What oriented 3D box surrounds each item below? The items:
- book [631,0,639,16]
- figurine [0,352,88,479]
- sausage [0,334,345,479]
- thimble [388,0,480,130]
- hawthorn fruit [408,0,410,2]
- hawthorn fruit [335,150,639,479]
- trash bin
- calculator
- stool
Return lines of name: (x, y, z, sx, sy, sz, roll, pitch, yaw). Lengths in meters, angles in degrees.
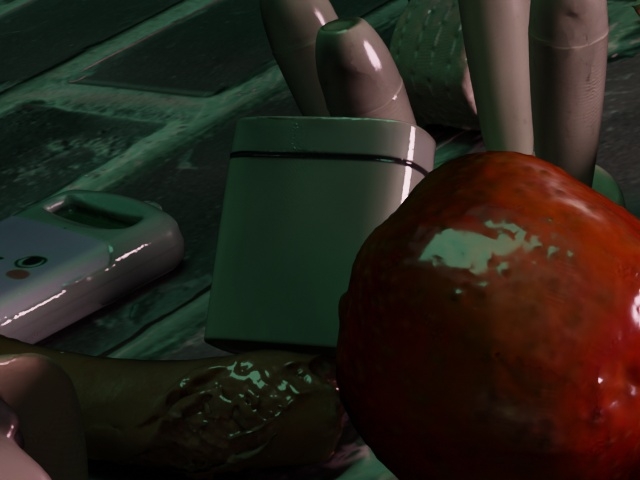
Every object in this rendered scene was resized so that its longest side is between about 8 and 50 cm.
book: (0.406, -0.256, 1.580, 0.289, 0.026, 0.201, -17, 17, 41)
figurine: (-0.175, 0.154, 0.865, 0.204, 0.185, 0.332, 17, 9, -20)
sausage: (-0.124, 0.090, 1.122, 0.304, 0.078, 0.078, 1, 27, 28)
thimble: (0.116, -0.137, 1.474, 0.090, 0.102, 0.115, 10, 61, 42)
hawthorn fruit: (0.128, -0.240, 1.657, 0.133, 0.138, 0.133, -14, 21, 6)
hawthorn fruit: (0.109, 0.052, 0.964, 0.200, 0.179, 0.179, 15, 34, 27)
trash bin: (0.000, 0.000, 1.113, 0.116, 0.130, 0.059, 2, -14, 25)
calculator: (-0.204, 0.027, 1.345, 0.246, 0.045, 0.141, -28, 27, -33)
stool: (0.082, -0.084, 1.248, 0.195, 0.198, 0.195, -16, 22, -10)
